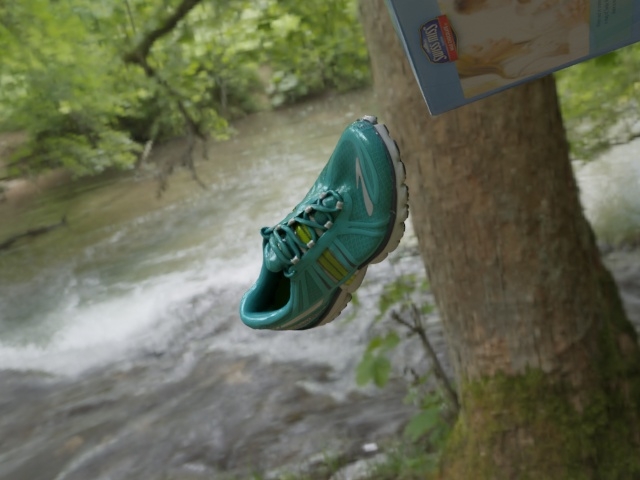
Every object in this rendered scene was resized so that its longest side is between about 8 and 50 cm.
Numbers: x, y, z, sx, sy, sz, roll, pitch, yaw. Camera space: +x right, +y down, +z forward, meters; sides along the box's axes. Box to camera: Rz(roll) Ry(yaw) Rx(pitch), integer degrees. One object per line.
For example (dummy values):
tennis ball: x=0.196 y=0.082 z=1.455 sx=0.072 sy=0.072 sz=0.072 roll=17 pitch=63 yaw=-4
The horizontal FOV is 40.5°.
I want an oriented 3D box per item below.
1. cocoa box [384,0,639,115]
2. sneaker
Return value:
cocoa box: x=0.133 y=-0.297 z=0.679 sx=0.231 sy=0.228 sz=0.347 roll=-20 pitch=-23 yaw=10
sneaker: x=0.000 y=0.000 z=0.857 sx=0.110 sy=0.275 sz=0.107 roll=-6 pitch=48 yaw=-36
